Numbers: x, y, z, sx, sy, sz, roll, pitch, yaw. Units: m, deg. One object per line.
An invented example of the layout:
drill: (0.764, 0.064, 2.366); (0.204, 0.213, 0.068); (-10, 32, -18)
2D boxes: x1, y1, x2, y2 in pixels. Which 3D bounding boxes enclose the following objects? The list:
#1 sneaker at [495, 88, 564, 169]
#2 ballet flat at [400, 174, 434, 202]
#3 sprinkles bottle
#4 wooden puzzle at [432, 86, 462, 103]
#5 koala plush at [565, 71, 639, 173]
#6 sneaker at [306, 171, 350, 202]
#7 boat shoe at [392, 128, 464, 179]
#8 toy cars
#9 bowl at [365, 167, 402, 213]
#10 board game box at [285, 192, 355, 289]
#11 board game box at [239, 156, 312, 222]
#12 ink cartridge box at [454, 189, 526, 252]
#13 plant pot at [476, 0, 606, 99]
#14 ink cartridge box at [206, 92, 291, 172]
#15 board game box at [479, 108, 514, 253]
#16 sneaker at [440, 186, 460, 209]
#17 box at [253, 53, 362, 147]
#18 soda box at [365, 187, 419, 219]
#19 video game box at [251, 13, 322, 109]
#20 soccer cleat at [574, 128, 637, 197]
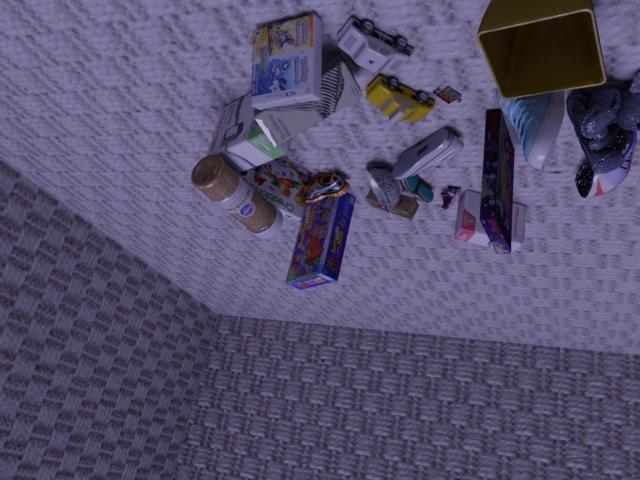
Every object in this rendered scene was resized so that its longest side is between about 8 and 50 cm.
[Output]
sneaker: (0.468, -0.292, 1.370); (0.150, 0.366, 0.135); (12, 135, 14)
ballet flat: (0.310, -0.188, 2.048); (0.067, 0.073, 0.206); (10, 157, 45)
sprinkles bottle: (-0.256, -0.130, 1.896); (0.121, 0.121, 0.355); (-2, 154, 30)
wooden puzzle: (0.348, -0.394, 1.632); (0.083, 0.006, 0.049); (25, 154, -26)
koala plush: (0.733, -0.313, 1.458); (0.221, 0.203, 0.196); (-22, 131, 20)
sneaker: (0.003, -0.200, 2.173); (0.215, 0.084, 0.083); (-11, 134, 36)
boat shoe: (0.330, -0.253, 1.862); (0.088, 0.096, 0.267); (25, 144, -23)
toy cars: (0.173, -0.416, 1.571); (0.177, 0.087, 0.393); (0, 153, 27)
bowl: (0.226, -0.183, 2.035); (0.080, 0.170, 0.170); (-28, 151, 0)
board game box: (0.000, 0.000, 2.272); (0.078, 0.347, 0.233); (28, 152, -30)
board game box: (-0.178, -0.211, 2.079); (0.305, 0.193, 0.053); (26, 154, -29)
ink cartridge box: (0.584, -0.064, 2.069); (0.218, 0.158, 0.092); (14, 155, -2)
plant pot: (0.462, -0.444, 1.236); (0.212, 0.187, 0.212); (-2, 153, 32)
ink cartridge box: (-0.203, -0.332, 1.810); (0.273, 0.198, 0.115); (-12, 147, 44)
board game box: (0.491, -0.162, 1.658); (0.056, 0.346, 0.208); (-2, 153, 24)
sneaker: (0.442, -0.150, 2.098); (0.057, 0.047, 0.119); (20, 149, -1)
box: (-0.035, -0.369, 1.590); (0.275, 0.094, 0.113); (-30, 120, 12)
soda box: (0.253, -0.136, 2.128); (0.181, 0.061, 0.058); (22, 165, 33)
video game box: (-0.086, -0.441, 1.500); (0.187, 0.205, 0.048); (-2, 174, 28)
soccer cleat: (0.822, -0.225, 1.682); (0.117, 0.108, 0.318); (-9, 154, -2)
